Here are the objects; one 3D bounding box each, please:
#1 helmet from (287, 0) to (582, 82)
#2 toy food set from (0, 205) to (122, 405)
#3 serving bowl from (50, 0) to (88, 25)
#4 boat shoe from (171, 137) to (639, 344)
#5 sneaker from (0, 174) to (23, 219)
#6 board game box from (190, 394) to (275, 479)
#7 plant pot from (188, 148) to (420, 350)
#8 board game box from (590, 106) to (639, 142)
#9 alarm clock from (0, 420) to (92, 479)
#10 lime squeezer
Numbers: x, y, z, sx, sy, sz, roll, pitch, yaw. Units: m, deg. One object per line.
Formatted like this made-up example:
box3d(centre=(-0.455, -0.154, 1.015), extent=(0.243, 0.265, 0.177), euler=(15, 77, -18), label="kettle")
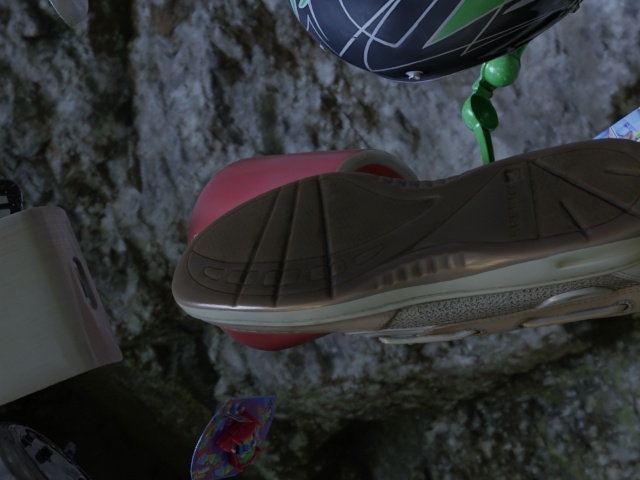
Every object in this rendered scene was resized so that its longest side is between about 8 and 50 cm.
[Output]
box3d(centre=(0.055, -0.163, 0.414), extent=(0.161, 0.169, 0.169), euler=(-25, -99, -24), label="helmet")
box3d(centre=(-0.436, 0.109, 1.101), extent=(0.306, 0.092, 0.219), euler=(-22, -97, -7), label="toy food set")
box3d(centre=(-0.272, -0.274, 0.931), extent=(0.083, 0.027, 0.083), euler=(-23, -90, -84), label="serving bowl")
box3d(centre=(0.062, 0.025, 0.582), extent=(0.110, 0.341, 0.121), euler=(61, -148, -41), label="boat shoe")
box3d(centre=(-0.551, -0.009, 1.474), extent=(0.078, 0.234, 0.106), euler=(-6, -154, -34), label="sneaker")
box3d(centre=(-0.108, 0.283, 1.205), extent=(0.033, 0.133, 0.169), euler=(28, -173, 29), label="board game box")
box3d(centre=(0.000, 0.000, 1.140), extent=(0.275, 0.243, 0.275), euler=(10, -105, -39), label="plant pot")
box3d(centre=(0.360, -0.065, 1.021), extent=(0.035, 0.201, 0.136), euler=(-27, -96, -25), label="board game box")
box3d(centre=(-0.191, 0.187, 0.593), extent=(0.064, 0.192, 0.129), euler=(-44, -76, -7), label="alarm clock")
box3d(centre=(0.242, -0.206, 1.152), extent=(0.059, 0.110, 0.310), euler=(25, -98, -14), label="lime squeezer")
